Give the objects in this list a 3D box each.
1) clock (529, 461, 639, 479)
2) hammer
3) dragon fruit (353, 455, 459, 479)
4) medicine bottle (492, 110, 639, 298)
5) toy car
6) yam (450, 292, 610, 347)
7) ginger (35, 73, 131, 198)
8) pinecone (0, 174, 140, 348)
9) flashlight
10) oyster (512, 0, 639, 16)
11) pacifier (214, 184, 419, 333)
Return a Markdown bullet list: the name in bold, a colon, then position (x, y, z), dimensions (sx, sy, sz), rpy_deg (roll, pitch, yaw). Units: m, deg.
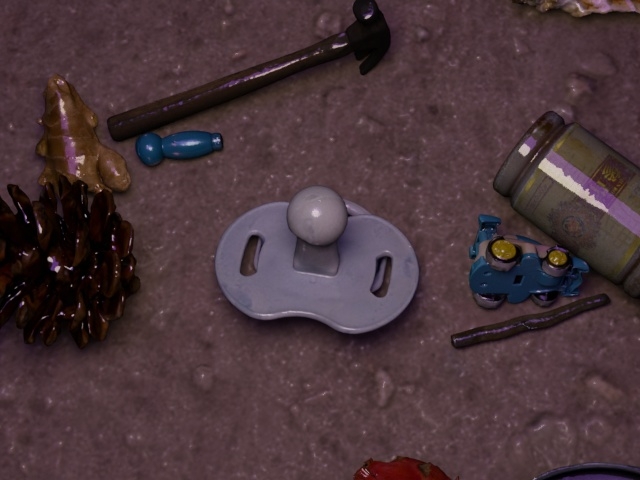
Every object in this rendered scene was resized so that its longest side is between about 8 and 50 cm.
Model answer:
- **clock**: position (0.371, 0.486, 1.681), dimensions (0.386, 0.076, 0.386), rpy_deg (-1, 75, 3)
- **hammer**: position (-0.107, -0.239, 1.875), dimensions (0.440, 0.168, 0.044), rpy_deg (-19, 71, 6)
- **dragon fruit**: position (0.118, 0.351, 1.701), dimensions (0.166, 0.133, 0.136), rpy_deg (34, 86, 9)
- **medicine bottle**: position (0.407, -0.033, 1.777), dimensions (0.322, 0.151, 0.151), rpy_deg (38, 80, 12)
- **toy car**: position (0.287, 0.025, 1.791), dimensions (0.161, 0.126, 0.098), rpy_deg (0, 58, -3)
- **yam**: position (0.298, 0.115, 1.806), dimensions (0.234, 0.029, 0.027), rpy_deg (-16, 75, -2)
- **ginger**: position (-0.369, -0.138, 1.885), dimensions (0.115, 0.081, 0.205), rpy_deg (-38, 77, 25)
- **pinecone**: position (-0.385, 0.024, 1.750), dimensions (0.309, 0.244, 0.244), rpy_deg (4, 73, -27)
- **flashlight**: position (-0.209, -0.141, 1.890), dimensions (0.129, 0.051, 0.051), rpy_deg (-8, 75, 1)
- **oyster**: position (0.430, -0.433, 1.919), dimensions (0.354, 0.107, 0.201), rpy_deg (1, 95, -9)
- **pacifier**: position (0.000, 0.000, 1.758), dimensions (0.287, 0.226, 0.238), rpy_deg (13, 58, 5)
